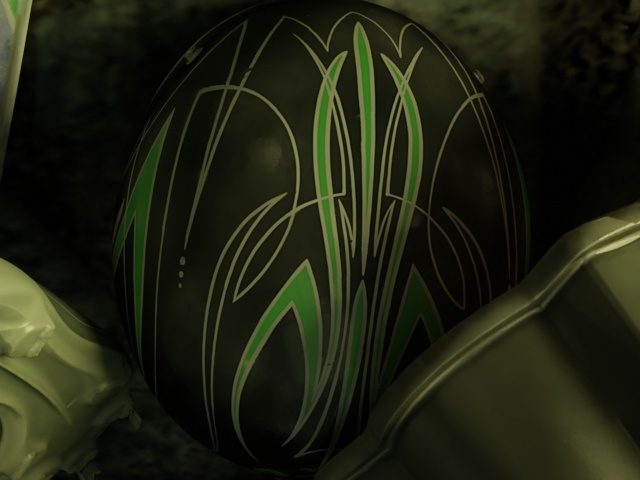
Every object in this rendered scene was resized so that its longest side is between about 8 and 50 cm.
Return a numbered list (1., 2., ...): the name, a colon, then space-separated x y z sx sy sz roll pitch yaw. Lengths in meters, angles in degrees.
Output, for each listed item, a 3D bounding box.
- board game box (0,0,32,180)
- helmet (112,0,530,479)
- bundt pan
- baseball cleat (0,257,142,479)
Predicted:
1. board game box: -0.309 -0.039 0.553 0.389 0.050 0.390 7 132 -14
2. helmet: 0.000 0.000 0.585 0.169 0.169 0.161 4 154 -12
3. bundt pan: 0.163 0.083 0.577 0.330 0.124 0.331 -25 154 -14
4. baseball cleat: -0.124 0.026 0.565 0.072 0.109 0.206 -39 163 -13
